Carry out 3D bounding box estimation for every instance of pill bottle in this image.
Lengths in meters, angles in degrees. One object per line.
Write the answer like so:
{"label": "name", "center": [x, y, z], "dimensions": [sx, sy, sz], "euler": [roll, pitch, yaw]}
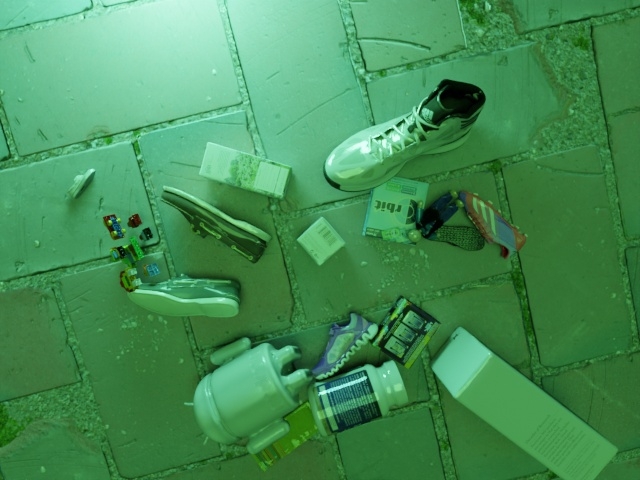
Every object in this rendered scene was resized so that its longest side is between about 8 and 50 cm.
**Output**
{"label": "pill bottle", "center": [0.106, 0.447, 1.201], "dimensions": [0.264, 0.153, 0.153], "euler": [-19, 96, 0]}

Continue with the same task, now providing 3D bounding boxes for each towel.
{"label": "towel", "center": [-0.105, 0.597, 1.271], "dimensions": [0.237, 0.021, 0.102], "euler": [-36, 97, 1]}

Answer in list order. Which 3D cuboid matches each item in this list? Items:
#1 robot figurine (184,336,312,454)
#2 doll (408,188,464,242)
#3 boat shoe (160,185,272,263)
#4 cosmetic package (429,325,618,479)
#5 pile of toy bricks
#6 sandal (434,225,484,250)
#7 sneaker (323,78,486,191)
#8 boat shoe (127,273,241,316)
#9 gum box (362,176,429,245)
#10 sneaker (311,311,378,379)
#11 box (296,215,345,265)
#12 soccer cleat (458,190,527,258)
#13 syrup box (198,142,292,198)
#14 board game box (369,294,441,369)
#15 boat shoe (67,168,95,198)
{"label": "robot figurine", "center": [-0.200, 0.422, 1.160], "dimensions": [0.353, 0.200, 0.300], "euler": [-30, 68, 0]}
{"label": "doll", "center": [0.317, -0.065, 1.185], "dimensions": [0.189, 0.046, 0.129], "euler": [-42, 112, -9]}
{"label": "boat shoe", "center": [-0.299, -0.045, 1.157], "dimensions": [0.324, 0.116, 0.097], "euler": [27, 90, -11]}
{"label": "cosmetic package", "center": [0.558, 0.465, 1.188], "dimensions": [0.453, 0.230, 0.161], "euler": [38, 93, -5]}
{"label": "pile of toy bricks", "center": [-0.535, 0.034, 1.163], "dimensions": [0.105, 0.118, 0.212], "euler": [-23, 91, 38]}
{"label": "sandal", "center": [0.394, -0.014, 1.234], "dimensions": [0.179, 0.040, 0.067], "euler": [13, 89, 10]}
{"label": "sneaker", "center": [0.209, -0.289, 1.069], "dimensions": [0.447, 0.257, 0.169], "euler": [-24, 78, -3]}
{"label": "boat shoe", "center": [-0.383, 0.151, 1.195], "dimensions": [0.319, 0.116, 0.099], "euler": [4, 52, 4]}
{"label": "gum box", "center": [0.217, -0.090, 1.212], "dimensions": [0.156, 0.041, 0.185], "euler": [11, 95, -4]}
{"label": "sneaker", "center": [0.053, 0.301, 1.221], "dimensions": [0.236, 0.095, 0.104], "euler": [-44, 89, -3]}
{"label": "box", "center": [0.000, 0.000, 1.186], "dimensions": [0.102, 0.087, 0.101], "euler": [-41, 96, 2]}
{"label": "soccer cleat", "center": [0.487, -0.048, 1.213], "dimensions": [0.248, 0.083, 0.095], "euler": [37, 97, -8]}
{"label": "syrup box", "center": [-0.203, -0.188, 1.154], "dimensions": [0.236, 0.096, 0.093], "euler": [16, 93, -4]}
{"label": "board game box", "center": [0.252, 0.273, 1.245], "dimensions": [0.141, 0.048, 0.170], "euler": [35, 92, -7]}
{"label": "boat shoe", "center": [-0.671, -0.165, 1.166], "dimensions": [0.035, 0.035, 0.100], "euler": [39, 99, -8]}
